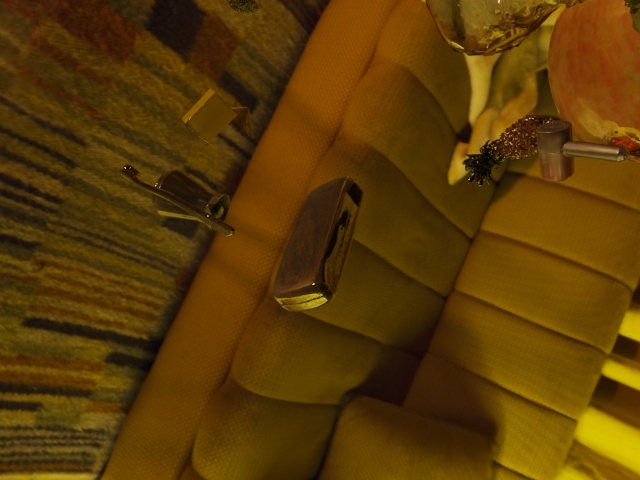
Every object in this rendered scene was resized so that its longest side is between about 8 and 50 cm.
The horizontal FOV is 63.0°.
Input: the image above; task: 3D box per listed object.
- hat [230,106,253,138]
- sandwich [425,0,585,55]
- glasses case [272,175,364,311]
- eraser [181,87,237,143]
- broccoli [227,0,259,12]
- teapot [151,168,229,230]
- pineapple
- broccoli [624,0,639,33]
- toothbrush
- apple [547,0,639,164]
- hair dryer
[{"bbox_3d":[-0.242,-0.382,1.591,0.067,0.146,0.146,-50,143,6],"label":"hat"},{"bbox_3d":[0.119,-0.220,0.227,0.087,0.251,0.226,-37,105,-18],"label":"sandwich"},{"bbox_3d":[0.000,0.000,1.086,0.074,0.131,0.323,46,43,-29],"label":"glasses case"},{"bbox_3d":[-0.313,-0.350,1.474,0.122,0.045,0.097,-45,134,2],"label":"eraser"},{"bbox_3d":[-0.247,-0.795,1.679,0.120,0.130,0.131,-40,153,12],"label":"broccoli"},{"bbox_3d":[-0.432,-0.127,1.778,0.203,0.225,0.170,81,33,-71],"label":"teapot"},{"bbox_3d":[0.418,-0.202,1.159,0.083,0.221,0.103,17,55,-35],"label":"pineapple"},{"bbox_3d":[0.422,-0.286,0.591,0.138,0.146,0.162,-44,150,2],"label":"broccoli"},{"bbox_3d":[-0.308,-0.086,1.124,0.030,0.298,0.030,-57,169,-23],"label":"toothbrush"},{"bbox_3d":[0.613,-0.337,0.942,0.391,0.392,0.346,-44,114,-29],"label":"apple"},{"bbox_3d":[0.289,-0.092,0.566,0.037,0.114,0.063,-28,117,-20],"label":"hair dryer"}]
